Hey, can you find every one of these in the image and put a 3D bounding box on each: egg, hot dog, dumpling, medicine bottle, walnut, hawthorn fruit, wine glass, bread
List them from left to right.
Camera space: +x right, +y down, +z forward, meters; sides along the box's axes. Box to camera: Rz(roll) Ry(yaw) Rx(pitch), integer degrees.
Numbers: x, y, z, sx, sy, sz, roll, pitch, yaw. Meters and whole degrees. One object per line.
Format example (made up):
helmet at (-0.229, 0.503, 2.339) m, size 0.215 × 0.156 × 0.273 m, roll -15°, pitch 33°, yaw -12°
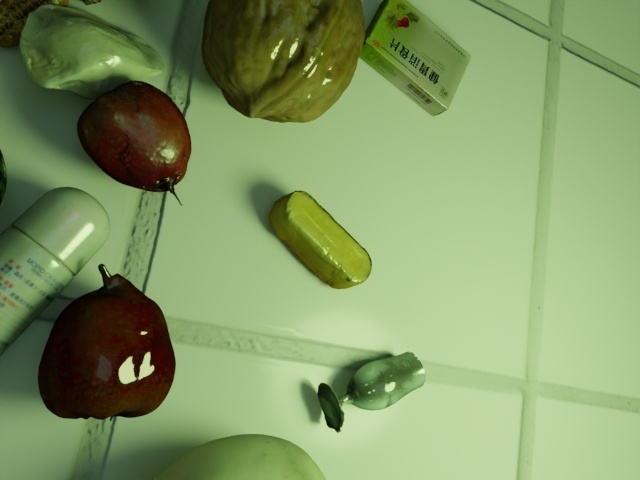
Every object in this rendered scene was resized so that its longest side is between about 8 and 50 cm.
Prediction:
medicine bottle at (-0.480, 0.056, 0.879) m, size 0.130 × 0.130 × 0.341 m, roll 43°, pitch 68°, yaw -14°
hot dog at (-0.522, -0.404, 0.973) m, size 0.071 × 0.045 × 0.165 m, roll 44°, pitch 66°, yaw -16°
dumpling at (-0.407, -0.345, 0.983) m, size 0.252 × 0.131 × 0.179 m, roll -23°, pitch 71°, yaw -38°
hawthorn fruit at (-0.338, 0.162, 0.890) m, size 0.208 × 0.208 × 0.248 m, roll 4°, pitch 89°, yaw -25°
hawthorn fruit at (-0.312, -0.158, 0.973) m, size 0.181 × 0.181 × 0.235 m, roll -32°, pitch 97°, yaw -26°
egg at (-0.136, 0.467, 0.904) m, size 0.345 × 0.283 × 0.283 m, roll 5°, pitch 80°, yaw -19°
walnut at (-0.071, -0.385, 1.059) m, size 0.306 × 0.306 × 0.344 m, roll 24°, pitch 80°, yaw -21°
bread at (0.000, 0.000, 1.143) m, size 0.245 × 0.094 × 0.102 m, roll 44°, pitch 58°, yaw -15°
wine glass at (0.109, 0.306, 1.144) m, size 0.222 × 0.103 × 0.103 m, roll -16°, pitch 90°, yaw -25°

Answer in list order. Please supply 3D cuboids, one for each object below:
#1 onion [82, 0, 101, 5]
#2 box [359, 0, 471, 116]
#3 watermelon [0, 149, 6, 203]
onion at (-0.402, -0.526, 0.993) m, size 0.272 × 0.195 × 0.272 m, roll 23°, pitch 37°, yaw -19°
box at (0.227, -0.448, 1.332) m, size 0.260 × 0.062 × 0.175 m, roll 33°, pitch 70°, yaw -18°
watermelon at (-0.596, -0.113, 0.787) m, size 0.269 × 0.269 × 0.269 m, roll 4°, pitch 81°, yaw -25°
